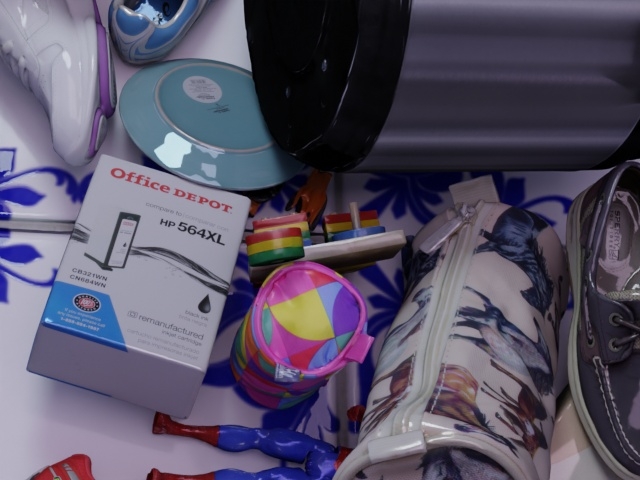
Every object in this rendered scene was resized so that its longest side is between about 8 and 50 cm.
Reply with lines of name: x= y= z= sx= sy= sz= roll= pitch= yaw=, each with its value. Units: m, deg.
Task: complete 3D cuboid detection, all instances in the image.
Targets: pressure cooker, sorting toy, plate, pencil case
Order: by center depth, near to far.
pencil case: x=0.115 y=0.116 z=1.337 sx=0.183 sy=0.160 sz=0.410 roll=61 pitch=24 yaw=-21
pencil case: x=-0.021 y=0.087 z=1.381 sx=0.104 sy=0.236 sz=0.104 roll=1 pitch=80 yaw=-8
sorting toy: x=0.000 y=0.000 z=1.405 sx=0.132 sy=0.274 sz=0.046 roll=-10 pitch=84 yaw=-3
pressure cooker: x=0.169 y=-0.242 z=1.462 sx=0.421 sy=0.375 sz=0.369 roll=0 pitch=72 yaw=-18
plate: x=-0.095 y=-0.119 z=1.517 sx=0.188 sy=0.024 sz=0.188 roll=12 pitch=42 yaw=-11

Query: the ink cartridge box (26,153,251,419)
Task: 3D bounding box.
ink cartridge box: x=-0.157 y=0.037 z=1.423 sx=0.148 sy=0.086 sz=0.203 roll=17 pitch=50 yaw=-6

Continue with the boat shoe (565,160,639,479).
boat shoe: x=0.267 y=0.065 z=1.374 sx=0.103 sy=0.092 sz=0.285 roll=1 pitch=64 yaw=-4

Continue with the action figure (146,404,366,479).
action figure: x=-0.002 y=0.190 z=1.404 sx=0.280 sy=0.139 sz=0.091 roll=8 pitch=69 yaw=-11

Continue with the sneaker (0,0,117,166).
sneaker: x=-0.276 y=-0.196 z=1.517 sx=0.152 sy=0.114 sz=0.305 roll=-11 pitch=64 yaw=-8

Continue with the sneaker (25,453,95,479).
sneaker: x=-0.136 y=0.270 z=1.342 sx=0.279 sy=0.107 sz=0.118 roll=35 pitch=55 yaw=18

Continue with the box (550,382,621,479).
box: x=0.224 y=0.226 z=1.429 sx=0.121 sy=0.148 sz=0.311 roll=40 pitch=66 yaw=6

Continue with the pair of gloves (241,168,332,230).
pair of gloves: x=-0.034 y=-0.045 z=1.551 sx=0.083 sy=0.010 sz=0.074 roll=22 pitch=68 yaw=0

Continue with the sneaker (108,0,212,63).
sneaker: x=-0.129 y=-0.276 z=1.579 sx=0.085 sy=0.086 sz=0.237 roll=28 pitch=65 yaw=2
